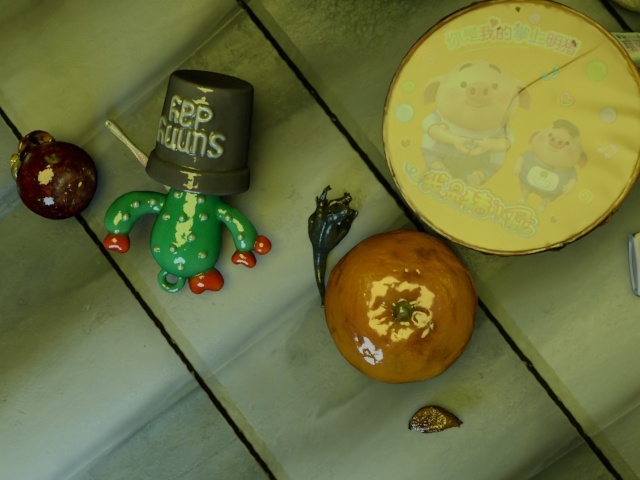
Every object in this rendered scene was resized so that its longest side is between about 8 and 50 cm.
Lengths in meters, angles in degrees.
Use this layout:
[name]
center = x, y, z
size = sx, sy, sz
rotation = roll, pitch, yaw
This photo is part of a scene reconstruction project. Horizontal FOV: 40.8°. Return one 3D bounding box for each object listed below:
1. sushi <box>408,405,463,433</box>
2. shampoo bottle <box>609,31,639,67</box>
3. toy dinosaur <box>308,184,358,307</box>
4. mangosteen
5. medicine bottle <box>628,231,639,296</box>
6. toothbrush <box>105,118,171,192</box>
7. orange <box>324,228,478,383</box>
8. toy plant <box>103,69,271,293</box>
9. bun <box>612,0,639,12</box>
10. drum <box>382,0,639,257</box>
[sushi]
center = 0.202, 0.319, 1.530
size = 0.099, 0.047, 0.050
rotation = 0, 77, 25
[shampoo bottle]
center = 0.527, -0.325, 1.471
size = 0.099, 0.043, 0.072
rotation = -9, 57, -30
[toy dinosaur]
center = 0.000, 0.000, 1.511
size = 0.087, 0.187, 0.178
rotation = 19, 65, 10
[mangosteen]
center = -0.497, -0.124, 1.607
size = 0.146, 0.181, 0.155
rotation = 3, 111, -33
[medicine bottle]
center = 0.639, 0.035, 1.452
size = 0.219, 0.078, 0.115
rotation = -4, 86, 8
[toothbrush]
center = -0.339, -0.157, 1.628
size = 0.017, 0.022, 0.204
rotation = -45, 83, 10
[orange]
center = 0.135, 0.111, 1.450
size = 0.261, 0.261, 0.260
rotation = 0, 89, 8
[toy plant]
center = -0.232, -0.093, 1.531
size = 0.280, 0.185, 0.400
rotation = 2, 111, -25
[bun]
center = 0.570, -0.500, 1.438
size = 0.239, 0.141, 0.239
rotation = -1, 86, 10
[drum]
center = 0.317, -0.175, 1.437
size = 0.432, 0.214, 0.430
rotation = 0, 90, 7
